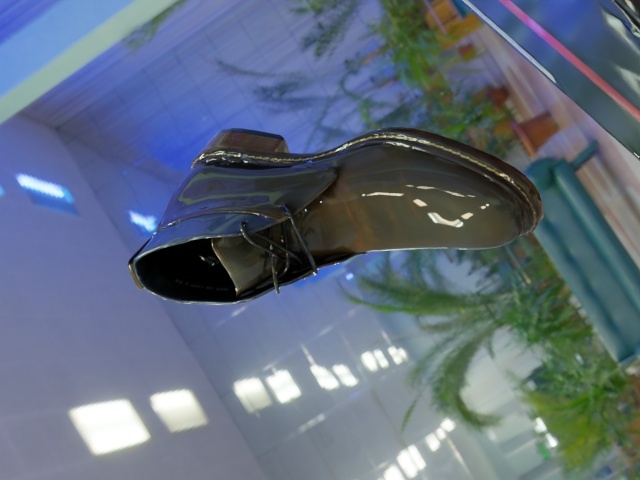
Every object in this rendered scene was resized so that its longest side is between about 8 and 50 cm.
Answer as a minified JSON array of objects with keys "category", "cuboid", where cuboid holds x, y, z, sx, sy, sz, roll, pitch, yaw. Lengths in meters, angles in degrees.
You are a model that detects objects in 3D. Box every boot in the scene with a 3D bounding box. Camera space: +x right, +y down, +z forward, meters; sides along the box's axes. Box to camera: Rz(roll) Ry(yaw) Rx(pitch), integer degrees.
[{"category":"boot","cuboid":[0.000,0.000,0.479,0.106,0.219,0.082,-54,-46,-35]}]

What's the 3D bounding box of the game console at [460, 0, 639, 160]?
[{"category":"game console","cuboid":[0.089,-0.180,0.495,0.386,0.060,0.342,49,-168,21]}]
